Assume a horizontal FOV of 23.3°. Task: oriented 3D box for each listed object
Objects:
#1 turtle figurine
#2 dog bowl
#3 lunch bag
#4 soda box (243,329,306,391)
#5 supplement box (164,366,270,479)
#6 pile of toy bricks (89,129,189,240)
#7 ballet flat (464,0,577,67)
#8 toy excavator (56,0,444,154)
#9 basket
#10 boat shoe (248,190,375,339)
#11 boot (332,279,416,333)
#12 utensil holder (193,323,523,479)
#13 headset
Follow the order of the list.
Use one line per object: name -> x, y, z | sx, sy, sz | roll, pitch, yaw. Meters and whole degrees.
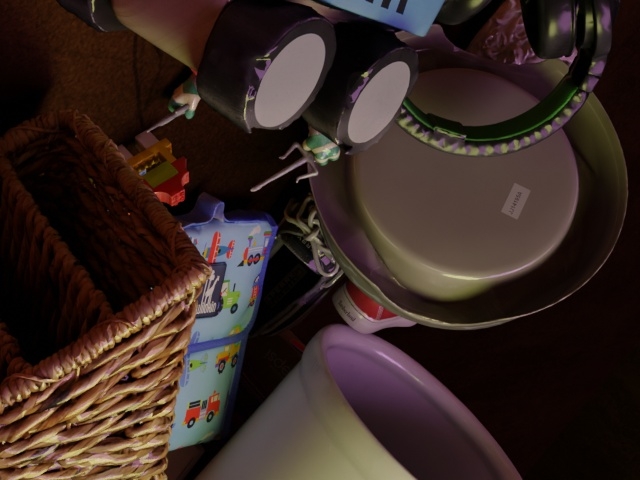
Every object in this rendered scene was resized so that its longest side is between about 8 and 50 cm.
turtle figurine -> -0.044, -0.142, 1.455 | 0.234, 0.175, 0.118 | -34, 149, -47
dog bowl -> 0.151, -0.061, 1.689 | 0.348, 0.349, 0.102 | -36, 168, -19
lunch bag -> -0.166, 0.079, 1.687 | 0.221, 0.138, 0.293 | -7, 124, -55
soda box -> -0.023, 0.179, 1.967 | 0.061, 0.181, 0.058 | -50, 163, 11
supplement box -> -0.138, 0.230, 1.935 | 0.073, 0.130, 0.239 | -53, 154, 20
pile of toy bricks -> -0.211, 0.001, 1.474 | 0.212, 0.105, 0.118 | -33, 154, -24
ballet flat -> 0.165, -0.111, 1.866 | 0.409, 0.147, 0.147 | -54, 155, 22
toy excavator -> 0.051, -0.315, 1.292 | 0.433, 0.222, 0.445 | 3, 120, -61
basket -> -0.251, 0.047, 1.243 | 0.213, 0.299, 0.223 | -5, 124, -30
boat shoe -> -0.003, -0.003, 1.795 | 0.306, 0.113, 0.105 | -44, 172, 21
boot -> 0.133, 0.021, 1.864 | 0.176, 0.088, 0.244 | -44, 169, 22
utensil holder -> 0.001, 0.344, 1.787 | 0.385, 0.327, 0.327 | -48, 156, 17
headset -> 0.192, -0.279, 1.569 | 0.243, 0.185, 0.394 | 16, 117, -14
